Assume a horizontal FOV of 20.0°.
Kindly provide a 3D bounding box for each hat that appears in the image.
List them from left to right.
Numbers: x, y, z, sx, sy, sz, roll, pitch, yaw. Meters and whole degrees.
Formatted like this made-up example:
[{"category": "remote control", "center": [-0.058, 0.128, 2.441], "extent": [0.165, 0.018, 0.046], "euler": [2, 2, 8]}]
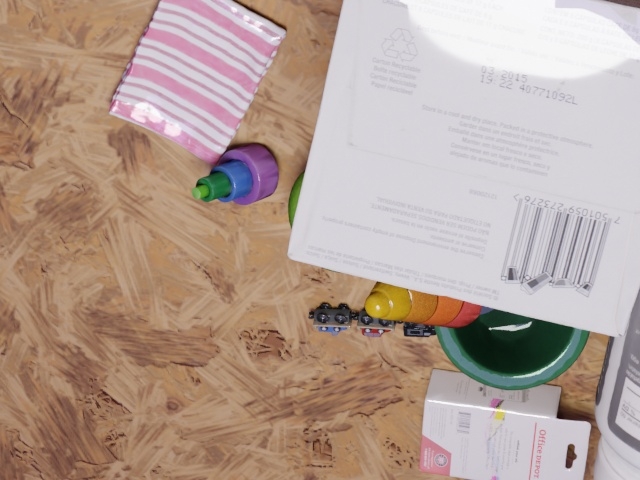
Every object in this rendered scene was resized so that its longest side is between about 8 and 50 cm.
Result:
[{"category": "hat", "center": [0.215, 0.063, 2.037], "extent": [0.173, 0.183, 0.209], "euler": [4, 107, 4]}]

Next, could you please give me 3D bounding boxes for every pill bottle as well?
[{"category": "pill bottle", "center": [0.415, 0.137, 2.001], "extent": [0.204, 0.204, 0.361], "euler": [10, 124, 5]}]

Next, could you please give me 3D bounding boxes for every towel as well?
[{"category": "towel", "center": [-0.139, -0.188, 2.018], "extent": [0.144, 0.029, 0.197], "euler": [26, 123, -6]}]

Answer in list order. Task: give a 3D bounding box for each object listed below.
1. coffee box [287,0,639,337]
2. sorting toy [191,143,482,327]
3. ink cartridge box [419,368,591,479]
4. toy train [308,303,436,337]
[{"category": "coffee box", "center": [0.188, -0.162, 1.782], "extent": [0.337, 0.334, 0.338], "euler": [14, 122, 4]}, {"category": "sorting toy", "center": [0.000, 0.000, 1.954], "extent": [0.365, 0.126, 0.127], "euler": [29, 125, 31]}, {"category": "ink cartridge box", "center": [0.224, 0.230, 2.182], "extent": [0.198, 0.067, 0.115], "euler": [8, 123, 9]}, {"category": "toy train", "center": [0.064, 0.097, 2.158], "extent": [0.158, 0.027, 0.036], "euler": [3, 133, 10]}]
